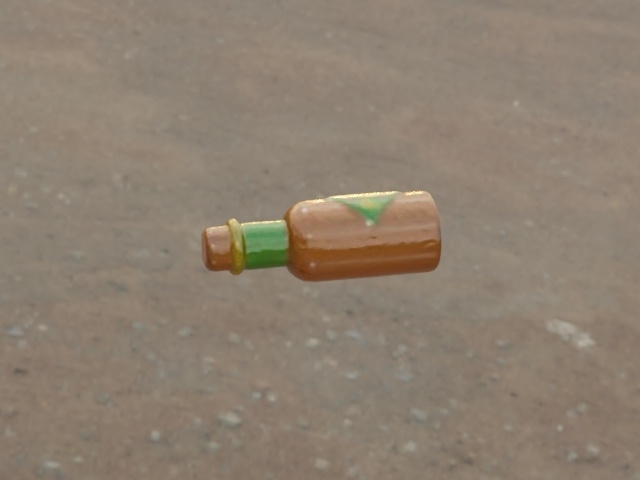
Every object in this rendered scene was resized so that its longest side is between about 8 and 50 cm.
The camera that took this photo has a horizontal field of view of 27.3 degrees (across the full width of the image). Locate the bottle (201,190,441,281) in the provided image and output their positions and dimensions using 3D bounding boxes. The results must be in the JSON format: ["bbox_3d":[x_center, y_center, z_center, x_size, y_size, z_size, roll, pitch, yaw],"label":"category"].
[{"bbox_3d":[0.000,0.000,1.043,0.187,0.069,0.069,-6,27,-13],"label":"bottle"}]
